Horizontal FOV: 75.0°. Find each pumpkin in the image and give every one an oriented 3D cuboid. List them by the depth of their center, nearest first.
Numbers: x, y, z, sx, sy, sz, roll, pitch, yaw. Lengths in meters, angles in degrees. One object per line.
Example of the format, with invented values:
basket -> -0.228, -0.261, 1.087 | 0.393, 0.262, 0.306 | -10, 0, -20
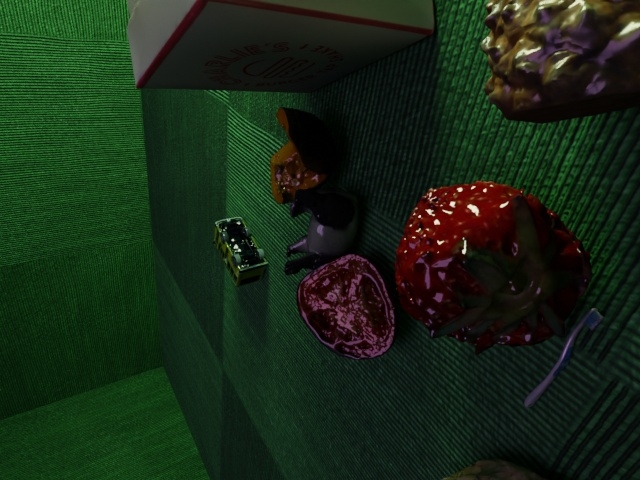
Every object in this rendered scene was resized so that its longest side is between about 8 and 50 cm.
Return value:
pumpkin -> -0.028, -0.148, 0.742 | 0.183, 0.108, 0.119 | 115, 140, -55

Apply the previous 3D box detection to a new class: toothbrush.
toothbrush -> 0.267, 0.136, 0.468 | 0.017, 0.014, 0.162 | -111, 27, -50

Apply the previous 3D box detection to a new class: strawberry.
strawberry -> 0.165, 0.018, 0.450 | 0.201, 0.187, 0.184 | -102, -7, -58

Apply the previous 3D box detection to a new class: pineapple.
pineapple -> 0.200, -0.265, 0.312 | 0.169, 0.169, 0.340 | 0, 94, 58

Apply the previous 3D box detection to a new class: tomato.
tomato -> 0.056, 0.116, 0.708 | 0.166, 0.082, 0.174 | -31, 74, 22

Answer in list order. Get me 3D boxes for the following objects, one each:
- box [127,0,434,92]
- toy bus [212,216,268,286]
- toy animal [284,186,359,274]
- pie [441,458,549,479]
box -> -0.080, -0.382, 0.550 | 0.314, 0.312, 0.299 | 4, 102, 56
toy bus -> -0.221, 0.029, 1.124 | 0.175, 0.088, 0.101 | 56, 144, 29
toy animal -> 0.000, 0.000, 0.746 | 0.093, 0.121, 0.225 | -95, 13, -58
pie -> 0.269, 0.435, 0.504 | 0.339, 0.083, 0.339 | 28, 125, 48
